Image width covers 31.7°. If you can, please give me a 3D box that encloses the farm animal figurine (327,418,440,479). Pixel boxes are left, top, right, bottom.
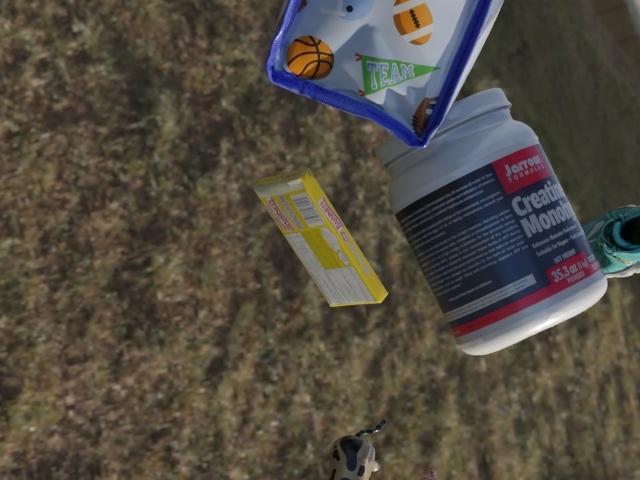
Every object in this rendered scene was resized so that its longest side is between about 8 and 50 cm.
[{"bbox_3d":[0.063,0.418,1.386,0.330,0.327,0.172,40,-13,31],"label":"farm animal figurine"}]

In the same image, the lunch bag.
[{"bbox_3d":[0.107,-0.349,1.205,0.328,0.239,0.385,-71,-175,-63],"label":"lunch bag"}]

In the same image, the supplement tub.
[{"bbox_3d":[0.196,-0.020,1.324,0.272,0.191,0.191,64,22,4],"label":"supplement tub"}]

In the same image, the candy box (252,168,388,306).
[{"bbox_3d":[0.000,0.000,1.491,0.027,0.105,0.206,-45,112,-31],"label":"candy box"}]

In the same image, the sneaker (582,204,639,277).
[{"bbox_3d":[0.448,-0.011,1.641,0.110,0.275,0.107,3,77,-27],"label":"sneaker"}]
